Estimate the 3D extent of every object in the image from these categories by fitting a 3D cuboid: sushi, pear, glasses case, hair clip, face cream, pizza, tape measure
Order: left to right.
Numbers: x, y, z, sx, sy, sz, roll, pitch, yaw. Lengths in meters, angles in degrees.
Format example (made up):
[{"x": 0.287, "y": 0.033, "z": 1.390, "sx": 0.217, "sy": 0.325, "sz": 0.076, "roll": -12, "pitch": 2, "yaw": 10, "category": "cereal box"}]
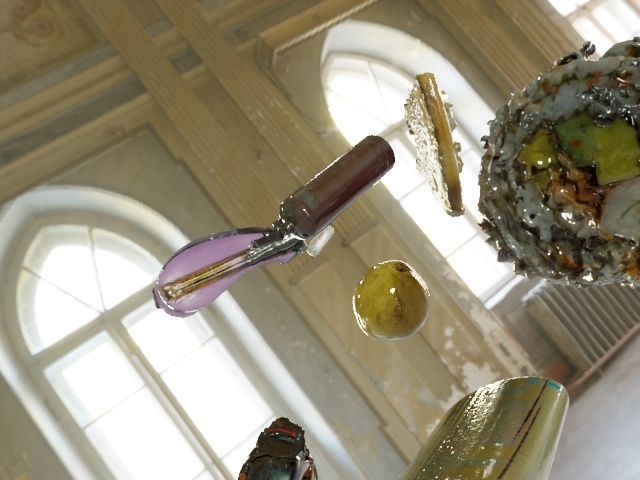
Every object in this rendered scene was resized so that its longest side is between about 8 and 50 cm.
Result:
[{"x": -0.178, "y": 0.038, "z": 1.293, "sx": 0.359, "sy": 0.110, "sz": 0.096, "roll": -23, "pitch": 27, "yaw": -26, "category": "hair clip"}, {"x": -0.086, "y": 0.456, "z": 1.131, "sx": 0.222, "sy": 0.135, "sz": 0.202, "roll": -69, "pitch": -17, "yaw": -50, "category": "tape measure"}, {"x": 0.000, "y": 0.000, "z": 1.508, "sx": 0.083, "sy": 0.032, "sz": 0.021, "roll": -54, "pitch": -7, "yaw": -13, "category": "glasses case"}, {"x": 0.185, "y": 0.152, "z": 1.677, "sx": 0.209, "sy": 0.208, "sz": 0.209, "roll": -37, "pitch": -8, "yaw": -6, "category": "pear"}, {"x": 0.257, "y": -0.218, "z": 1.409, "sx": 0.090, "sy": 0.323, "sz": 0.223, "roll": -17, "pitch": 20, "yaw": -1, "category": "pizza"}, {"x": 0.111, "y": 0.191, "z": 0.499, "sx": 0.139, "sy": 0.067, "sz": 0.285, "roll": -34, "pitch": -7, "yaw": 28, "category": "face cream"}, {"x": 0.436, "y": -0.115, "z": 1.005, "sx": 0.176, "sy": 0.417, "sz": 0.417, "roll": -6, "pitch": -29, "yaw": -44, "category": "sushi"}]

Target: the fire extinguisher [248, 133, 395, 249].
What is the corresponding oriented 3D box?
[{"x": 0.005, "y": -0.067, "z": 0.979, "sx": 0.089, "sy": 0.072, "sz": 0.268, "roll": -4, "pitch": 30, "yaw": 51, "category": "fire extinguisher"}]
